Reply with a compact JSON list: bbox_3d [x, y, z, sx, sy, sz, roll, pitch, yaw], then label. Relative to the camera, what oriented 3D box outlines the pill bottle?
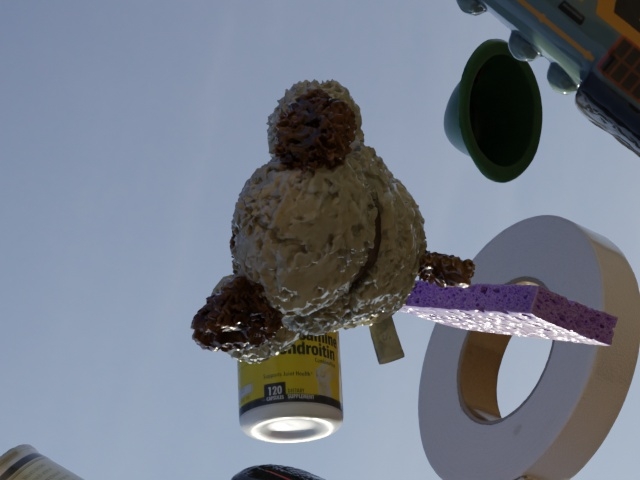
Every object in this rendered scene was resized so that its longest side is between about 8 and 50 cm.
[{"bbox_3d":[-0.032,0.101,1.433,0.103,0.103,0.184,31,-132,-51],"label":"pill bottle"}]

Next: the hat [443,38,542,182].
[{"bbox_3d":[0.166,-0.156,1.841,0.208,0.183,0.173,46,-121,-40],"label":"hat"}]

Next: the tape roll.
[{"bbox_3d":[0.269,0.158,1.918,0.072,0.392,0.392,23,-107,-26],"label":"tape roll"}]

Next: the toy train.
[{"bbox_3d":[0.199,-0.193,0.982,0.190,0.334,0.142,-50,-15,10],"label":"toy train"}]

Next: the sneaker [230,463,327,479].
[{"bbox_3d":[0.035,0.318,1.390,0.313,0.116,0.136,29,-101,-29],"label":"sneaker"}]

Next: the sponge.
[{"bbox_3d":[0.168,0.067,1.384,0.117,0.210,0.031,19,-100,-36],"label":"sponge"}]

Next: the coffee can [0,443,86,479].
[{"bbox_3d":[-0.155,0.304,1.069,0.202,0.275,0.201,-59,-9,-16],"label":"coffee can"}]

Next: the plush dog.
[{"bbox_3d":[0.000,0.000,1.191,0.225,0.210,0.263,8,-79,-66],"label":"plush dog"}]
